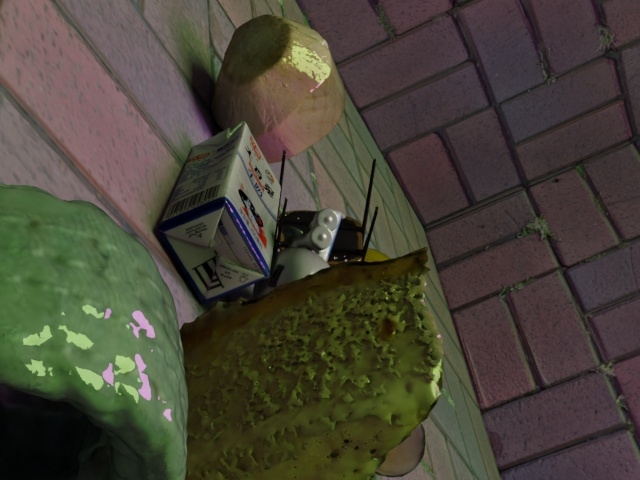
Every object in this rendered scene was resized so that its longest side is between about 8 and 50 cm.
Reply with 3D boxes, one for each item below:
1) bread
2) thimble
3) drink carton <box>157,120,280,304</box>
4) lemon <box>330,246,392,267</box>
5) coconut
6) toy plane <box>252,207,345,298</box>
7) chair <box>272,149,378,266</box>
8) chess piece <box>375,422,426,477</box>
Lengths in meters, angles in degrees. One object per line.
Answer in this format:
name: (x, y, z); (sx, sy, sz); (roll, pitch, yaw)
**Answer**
bread: (0.000, 0.203, 0.909); (0.248, 0.315, 0.279); (-91, 164, -56)
thimble: (-0.191, 0.079, 0.533); (0.250, 0.204, 0.172); (50, 19, -36)
drink carton: (-0.135, -0.051, 1.221); (0.315, 0.106, 0.131); (-90, 155, -63)
lemon: (0.085, 0.106, 1.660); (0.249, 0.184, 0.184); (63, 13, -11)
coconut: (-0.077, -0.264, 1.531); (0.259, 0.259, 0.259); (60, 14, -26)
toy plane: (-0.035, 0.073, 1.212); (0.122, 0.267, 0.267); (25, 20, -4)
chair: (0.000, 0.000, 1.432); (0.172, 0.158, 0.247); (-91, -172, -48)
chess piece: (0.139, 0.361, 1.610); (0.243, 0.133, 0.133); (36, 32, -79)
